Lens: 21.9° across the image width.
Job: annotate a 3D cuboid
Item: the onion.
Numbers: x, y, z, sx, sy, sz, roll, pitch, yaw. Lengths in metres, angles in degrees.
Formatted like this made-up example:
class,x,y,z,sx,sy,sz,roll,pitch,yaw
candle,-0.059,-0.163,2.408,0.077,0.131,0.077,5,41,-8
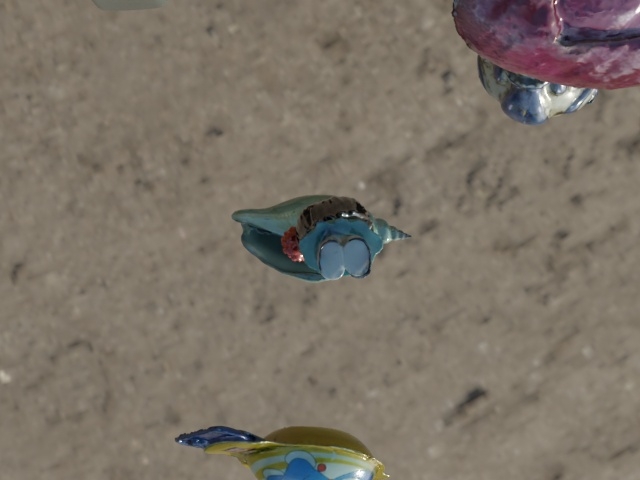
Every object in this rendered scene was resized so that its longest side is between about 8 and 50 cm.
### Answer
class,x,y,z,sx,sy,sz,roll,pitch,yaw
onion,0.232,-0.188,1.201,0.247,0.111,0.250,-1,143,-44

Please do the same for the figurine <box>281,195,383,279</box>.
class,x,y,z,sx,sy,sz,roll,pitch,yaw
figurine,0.007,0.003,1.016,0.060,0.106,0.047,-24,100,0

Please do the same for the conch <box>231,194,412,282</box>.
class,x,y,z,sx,sy,sz,roll,pitch,yaw
conch,0.001,-0.002,1.642,0.180,0.088,0.065,2,177,4

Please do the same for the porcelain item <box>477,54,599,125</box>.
class,x,y,z,sx,sy,sz,roll,pitch,yaw
porcelain item,0.231,-0.255,1.582,0.186,0.138,0.288,54,57,-70

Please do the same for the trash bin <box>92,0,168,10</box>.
class,x,y,z,sx,sy,sz,roll,pitch,yaw
trash bin,-0.198,-0.323,1.628,0.101,0.176,0.236,-5,178,-1

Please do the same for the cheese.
class,x,y,z,sx,sy,sz,roll,pitch,yaw
cheese,-0.039,0.250,1.911,0.270,0.069,0.177,21,153,-34
